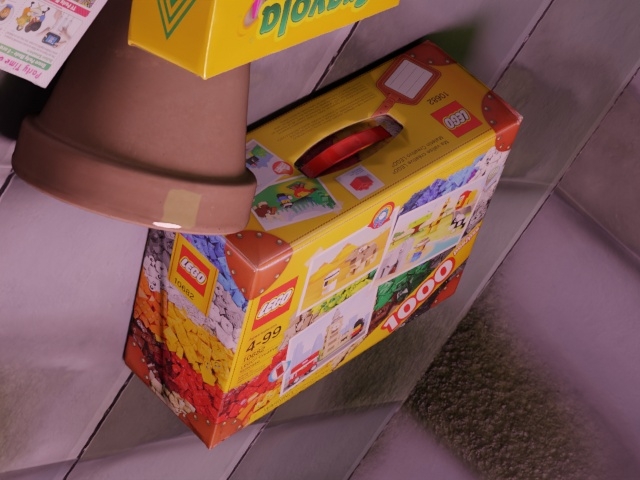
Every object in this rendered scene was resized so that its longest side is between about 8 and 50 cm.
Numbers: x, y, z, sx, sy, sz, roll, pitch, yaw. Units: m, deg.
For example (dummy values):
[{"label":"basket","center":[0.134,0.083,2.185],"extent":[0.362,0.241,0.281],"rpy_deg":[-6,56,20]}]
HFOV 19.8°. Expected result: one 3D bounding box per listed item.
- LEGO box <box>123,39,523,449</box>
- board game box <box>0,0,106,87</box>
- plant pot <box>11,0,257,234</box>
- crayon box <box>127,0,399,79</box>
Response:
[{"label":"LEGO box","center":[0.000,0.000,2.474],"extent":[0.500,0.193,0.372],"rpy_deg":[-30,151,-36]},{"label":"board game box","center":[-0.253,-0.307,1.683],"extent":[0.303,0.097,0.224],"rpy_deg":[-53,155,8]},{"label":"plant pot","center":[-0.171,-0.153,1.920],"extent":[0.263,0.263,0.229],"rpy_deg":[-2,112,-59]},{"label":"crayon box","center":[-0.021,-0.352,1.769],"extent":[0.363,0.106,0.313],"rpy_deg":[-29,135,-52]}]
